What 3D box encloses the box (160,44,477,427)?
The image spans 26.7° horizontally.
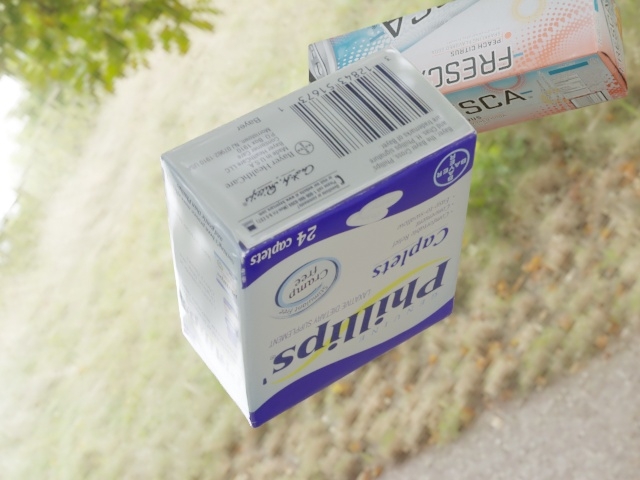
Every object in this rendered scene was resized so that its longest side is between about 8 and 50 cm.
[{"bbox_3d":[0.000,0.000,0.631,0.126,0.072,0.137,-28,-33,-21],"label":"box"}]

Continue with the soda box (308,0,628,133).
[{"bbox_3d":[0.084,-0.101,0.794,0.058,0.183,0.063,36,-133,-54],"label":"soda box"}]
